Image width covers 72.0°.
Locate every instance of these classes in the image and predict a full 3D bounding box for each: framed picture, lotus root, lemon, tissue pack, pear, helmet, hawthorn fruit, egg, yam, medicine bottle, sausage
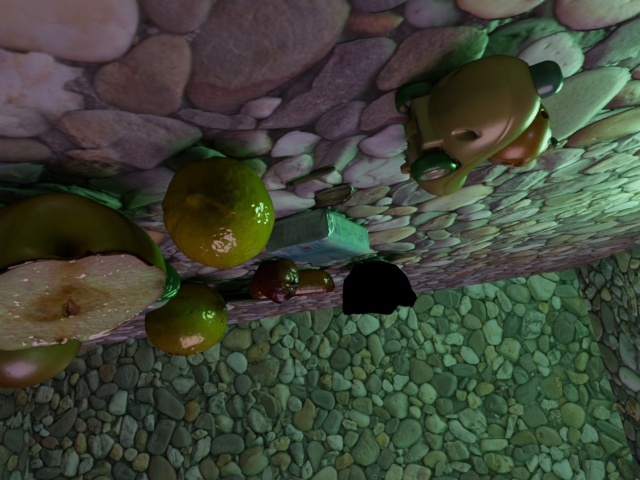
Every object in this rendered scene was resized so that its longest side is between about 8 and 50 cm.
[{"bbox_3d":[-0.309,0.232,1.797,0.264,0.016,0.347,-1,177,-28],"label":"framed picture"},{"bbox_3d":[0.029,-0.089,0.907,0.083,0.037,0.030,-13,169,14],"label":"lotus root"},{"bbox_3d":[-0.160,-0.045,0.703,0.180,0.181,0.193,-12,142,12],"label":"lemon"},{"bbox_3d":[0.000,0.000,1.126,0.177,0.089,0.263,-14,164,24],"label":"tissue pack"},{"bbox_3d":[-0.456,0.037,0.761,0.340,0.191,0.386,-7,153,-39],"label":"pear"},{"bbox_3d":[0.218,0.176,1.712,0.270,0.197,0.338,3,156,-17],"label":"helmet"},{"bbox_3d":[-0.151,0.125,1.452,0.172,0.148,0.148,15,174,22],"label":"hawthorn fruit"},{"bbox_3d":[-0.463,0.273,1.543,0.310,0.258,0.258,-11,165,14],"label":"lemon"},{"bbox_3d":[-0.853,0.281,1.283,0.282,0.283,0.351,-8,168,-5],"label":"egg"},{"bbox_3d":[-0.020,-0.118,0.816,0.107,0.014,0.014,-16,164,25],"label":"yam"},{"bbox_3d":[-0.517,0.145,1.272,0.133,0.134,0.274,6,160,-45],"label":"medicine bottle"},{"bbox_3d":[-0.107,0.165,1.666,0.330,0.102,0.102,-5,165,-12],"label":"sausage"}]

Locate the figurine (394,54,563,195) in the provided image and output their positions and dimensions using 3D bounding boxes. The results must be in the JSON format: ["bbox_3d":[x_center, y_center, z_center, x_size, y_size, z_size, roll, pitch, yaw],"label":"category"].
[{"bbox_3d":[0.227,-0.152,0.644,0.222,0.124,0.324,-14,168,7],"label":"figurine"}]
